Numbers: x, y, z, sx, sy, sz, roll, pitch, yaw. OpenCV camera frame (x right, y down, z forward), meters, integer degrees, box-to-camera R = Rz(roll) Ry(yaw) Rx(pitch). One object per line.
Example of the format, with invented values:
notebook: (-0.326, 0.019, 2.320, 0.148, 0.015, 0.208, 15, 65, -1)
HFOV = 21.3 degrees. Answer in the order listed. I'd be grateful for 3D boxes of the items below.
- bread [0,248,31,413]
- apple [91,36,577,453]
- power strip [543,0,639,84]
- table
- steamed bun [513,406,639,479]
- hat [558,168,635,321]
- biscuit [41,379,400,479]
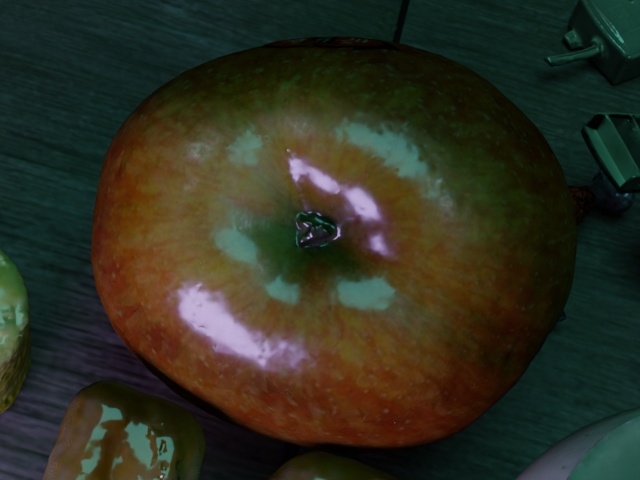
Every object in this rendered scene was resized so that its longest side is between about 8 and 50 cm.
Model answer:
bread: (-0.248, 0.065, 1.120, 0.129, 0.114, 0.111, -34, 77, -25)
apple: (0.000, 0.000, 1.099, 0.309, 0.250, 0.277, -16, 74, 23)
power strip: (0.255, -0.176, 1.424, 0.175, 0.042, 0.075, -23, 67, -24)
table: (0.307, -0.047, 1.311, 0.175, 0.062, 0.146, -1, 55, -41)
steamed bun: (0.239, 0.257, 1.047, 0.324, 0.206, 0.324, 7, 55, -10)
hat: (0.151, -0.024, 1.286, 0.227, 0.129, 0.140, -15, 34, -41)
biscuit: (-0.085, 0.250, 1.030, 0.237, 0.062, 0.290, 17, 75, -3)
